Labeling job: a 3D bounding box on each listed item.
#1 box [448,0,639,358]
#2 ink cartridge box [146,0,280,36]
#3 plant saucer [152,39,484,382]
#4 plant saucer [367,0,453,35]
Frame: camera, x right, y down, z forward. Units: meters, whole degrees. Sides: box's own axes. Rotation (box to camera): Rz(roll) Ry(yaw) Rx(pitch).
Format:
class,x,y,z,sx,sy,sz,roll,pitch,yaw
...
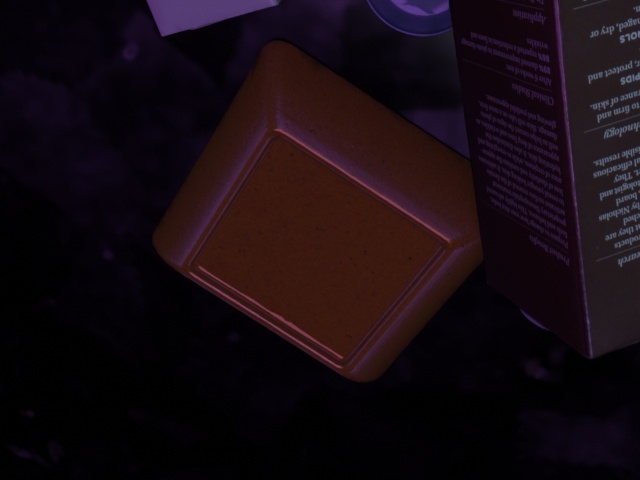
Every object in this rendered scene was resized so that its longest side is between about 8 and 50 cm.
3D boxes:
class,x,y,z,sx,sy,sz,roll,pitch,yaw
box,0.224,-0.112,0.907,0.143,0.191,0.381,-16,114,-15
ink cartridge box,-0.107,-0.303,0.965,0.127,0.128,0.176,-9,119,21
plant saucer,0.000,0.000,1.155,0.333,0.081,0.332,33,124,-5
plant saucer,0.099,-0.258,0.998,0.119,0.021,0.119,8,124,12
